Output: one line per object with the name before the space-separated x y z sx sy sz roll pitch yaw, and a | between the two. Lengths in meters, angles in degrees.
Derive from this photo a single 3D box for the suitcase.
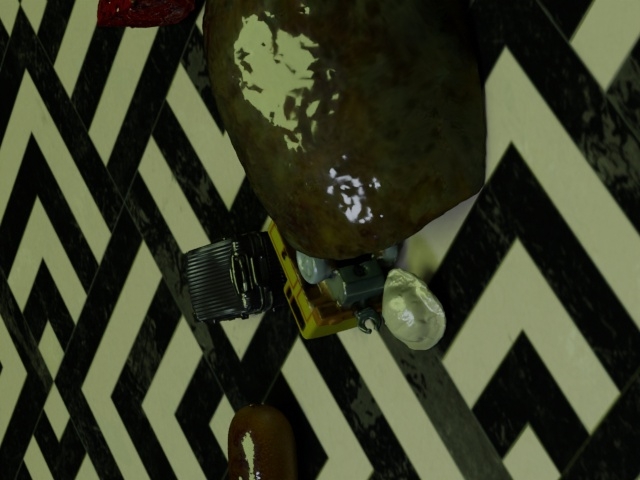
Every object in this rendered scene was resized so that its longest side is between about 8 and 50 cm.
suitcase | -0.086 0.037 1.912 0.126 0.059 0.086 -16 84 55

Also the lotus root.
lotus root | 0.024 -0.149 1.602 0.142 0.210 0.314 2 113 68

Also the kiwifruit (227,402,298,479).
kiwifruit | -0.058 0.223 1.896 0.075 0.075 0.124 6 105 57

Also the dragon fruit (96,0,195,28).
dragon fruit | -0.168 -0.279 1.957 0.162 0.083 0.106 162 111 -66

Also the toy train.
toy train | 0.000 0.000 1.744 0.219 0.089 0.127 66 155 22

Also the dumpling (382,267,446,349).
dumpling | 0.085 0.062 1.668 0.059 0.043 0.077 4 98 35
